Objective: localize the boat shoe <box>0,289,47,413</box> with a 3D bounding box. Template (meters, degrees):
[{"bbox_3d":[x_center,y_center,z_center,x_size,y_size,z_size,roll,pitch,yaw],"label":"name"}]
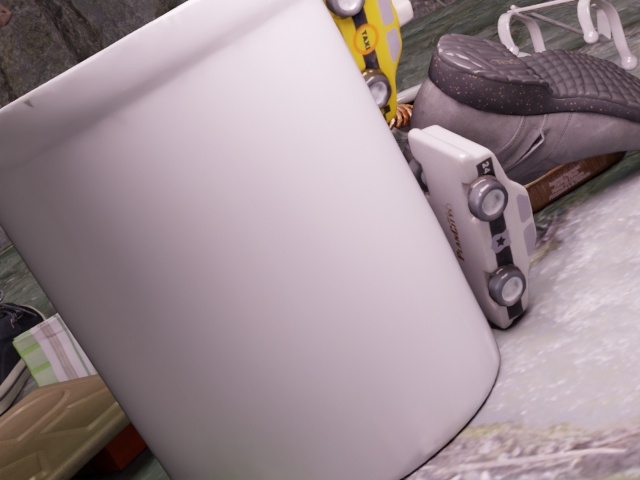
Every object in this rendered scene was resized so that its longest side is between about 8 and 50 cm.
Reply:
[{"bbox_3d":[-0.560,0.171,1.888,0.187,0.156,0.500,-31,12,2],"label":"boat shoe"}]

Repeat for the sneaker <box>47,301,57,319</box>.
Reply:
[{"bbox_3d":[-0.320,0.134,1.701,0.256,0.151,0.094,117,170,-61],"label":"sneaker"}]

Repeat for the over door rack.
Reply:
[{"bbox_3d":[0.409,-0.275,1.495,0.240,0.108,0.324,-5,7,37],"label":"over door rack"}]

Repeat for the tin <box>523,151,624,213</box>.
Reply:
[{"bbox_3d":[0.260,-0.077,1.321,0.190,0.040,0.106,-31,9,-4],"label":"tin"}]

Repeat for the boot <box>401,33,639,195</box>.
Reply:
[{"bbox_3d":[0.210,-0.081,1.203,0.222,0.338,0.118,-67,31,29],"label":"boot"}]

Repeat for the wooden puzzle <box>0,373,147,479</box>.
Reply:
[{"bbox_3d":[-0.317,0.249,1.270,0.322,0.080,0.348,-16,15,44],"label":"wooden puzzle"}]

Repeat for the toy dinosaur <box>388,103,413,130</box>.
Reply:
[{"bbox_3d":[0.046,-0.086,1.411,0.322,0.218,0.164,-36,14,-24],"label":"toy dinosaur"}]

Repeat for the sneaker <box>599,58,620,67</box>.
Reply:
[{"bbox_3d":[0.265,-0.169,1.508,0.300,0.111,0.121,-16,14,37],"label":"sneaker"}]

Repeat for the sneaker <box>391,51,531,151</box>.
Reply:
[{"bbox_3d":[0.189,-0.191,1.651,0.297,0.111,0.129,-26,-1,-11],"label":"sneaker"}]

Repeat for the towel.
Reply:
[{"bbox_3d":[-0.330,0.146,1.578,0.152,0.113,0.023,-30,-1,4],"label":"towel"}]

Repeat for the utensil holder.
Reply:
[{"bbox_3d":[-0.067,0.000,0.971,0.328,0.385,0.327,-29,14,8],"label":"utensil holder"}]

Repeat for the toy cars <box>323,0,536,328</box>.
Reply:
[{"bbox_3d":[0.090,-0.110,1.028,0.087,0.393,0.176,-32,-5,-19],"label":"toy cars"}]
